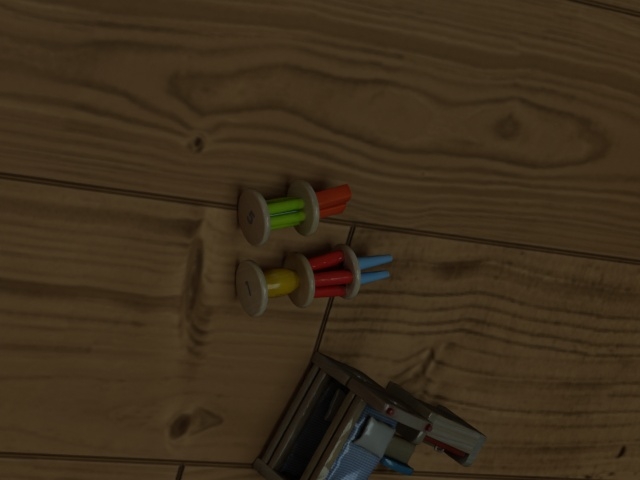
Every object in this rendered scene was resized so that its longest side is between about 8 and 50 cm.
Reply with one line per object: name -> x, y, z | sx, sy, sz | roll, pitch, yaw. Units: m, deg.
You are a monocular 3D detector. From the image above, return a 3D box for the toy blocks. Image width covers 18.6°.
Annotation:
toy blocks -> 0.000, 0.000, 1.774 | 0.148, 0.054, 0.123 | -10, 116, -30

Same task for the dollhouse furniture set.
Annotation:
dollhouse furniture set -> 0.063, 0.212, 1.860 | 0.183, 0.129, 0.129 | 26, 95, -38
